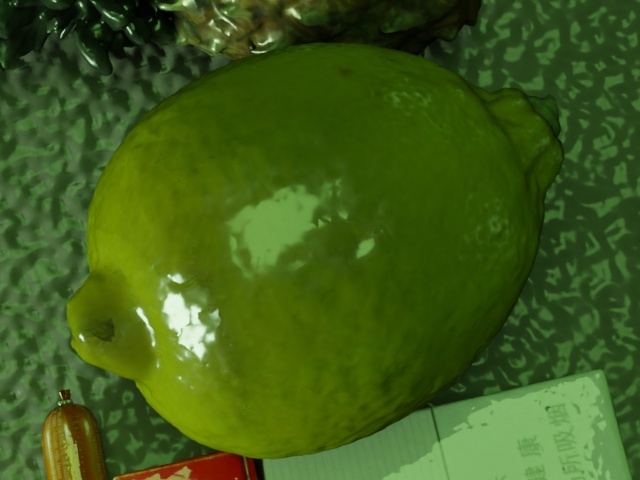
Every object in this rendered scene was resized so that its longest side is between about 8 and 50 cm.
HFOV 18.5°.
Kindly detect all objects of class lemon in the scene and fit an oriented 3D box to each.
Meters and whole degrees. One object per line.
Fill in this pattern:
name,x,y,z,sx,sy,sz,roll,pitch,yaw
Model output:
lemon,0.000,0.000,0.903,0.248,0.184,0.184,-24,76,-11

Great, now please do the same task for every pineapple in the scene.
pineapple,-0.065,-0.147,0.962,0.279,0.158,0.157,-9,74,1

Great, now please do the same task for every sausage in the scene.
sausage,-0.116,0.124,0.944,0.031,0.031,0.107,-12,74,-3

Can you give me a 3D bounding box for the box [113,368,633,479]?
box,0.033,0.153,0.935,0.245,0.035,0.139,-11,75,-4
